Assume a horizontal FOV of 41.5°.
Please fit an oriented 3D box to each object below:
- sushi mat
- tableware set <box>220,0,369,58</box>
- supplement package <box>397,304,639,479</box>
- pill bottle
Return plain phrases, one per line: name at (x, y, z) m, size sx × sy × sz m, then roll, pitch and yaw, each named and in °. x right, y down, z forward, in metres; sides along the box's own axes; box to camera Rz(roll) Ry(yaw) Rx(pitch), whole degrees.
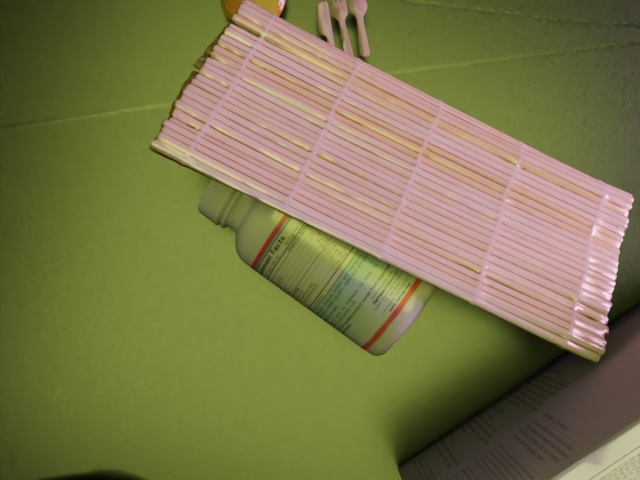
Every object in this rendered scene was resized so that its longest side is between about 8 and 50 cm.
sushi mat at (0.059, -0.045, 0.558) m, size 0.316 × 0.019 × 0.151 m, roll 26°, pitch 57°, yaw -5°
tableware set at (-0.023, -0.193, 0.616) m, size 0.104 × 0.024 × 0.154 m, roll -11°, pitch 89°, yaw 3°
supplement package at (0.216, 0.169, 0.513) m, size 0.262 × 0.199 × 0.198 m, roll -33°, pitch 89°, yaw -1°
pill bottle at (0.000, 0.000, 0.575) m, size 0.160 × 0.087 × 0.087 m, roll 36°, pitch 88°, yaw 2°
